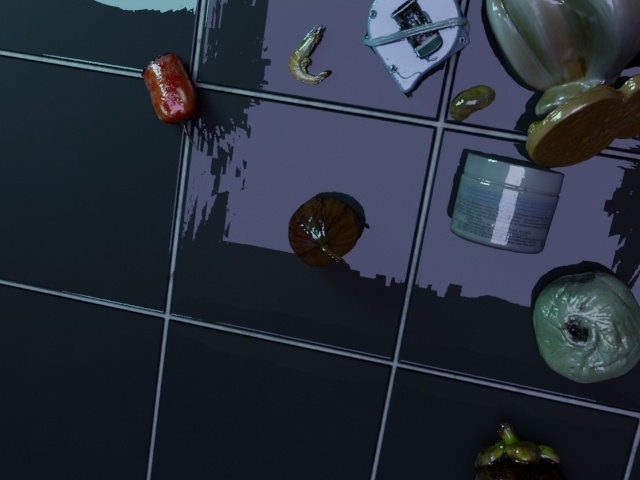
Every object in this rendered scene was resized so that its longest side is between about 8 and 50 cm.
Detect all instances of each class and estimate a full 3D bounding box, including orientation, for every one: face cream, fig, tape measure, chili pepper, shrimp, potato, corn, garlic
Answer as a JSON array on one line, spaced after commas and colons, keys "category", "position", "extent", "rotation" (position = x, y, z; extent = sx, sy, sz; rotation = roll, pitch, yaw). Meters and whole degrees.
[{"category": "face cream", "position": [0.335, -0.069, 1.291], "extent": [0.177, 0.177, 0.152], "rotation": [14, 103, 7]}, {"category": "fig", "position": [0.000, 0.000, 1.355], "extent": [0.134, 0.201, 0.146], "rotation": [37, 111, -8]}, {"category": "tape measure", "position": [0.171, -0.388, 1.296], "extent": [0.182, 0.107, 0.181], "rotation": [-40, 99, 17]}, {"category": "chili pepper", "position": [-0.283, -0.269, 1.408], "extent": [0.086, 0.084, 0.192], "rotation": [-22, 92, 30]}, {"category": "shrimp", "position": [-0.009, -0.356, 1.375], "extent": [0.083, 0.023, 0.114], "rotation": [33, 110, -1]}, {"category": "potato", "position": [0.282, -0.260, 1.332], "extent": [0.092, 0.045, 0.046], "rotation": [-29, 131, 16]}, {"category": "corn", "position": [0.434, -0.205, 1.321], "extent": [0.092, 0.037, 0.037], "rotation": [3, 101, 10]}, {"category": "garlic", "position": [0.411, -0.378, 1.196], "extent": [0.279, 0.132, 0.325], "rotation": [-8, 112, 43]}]

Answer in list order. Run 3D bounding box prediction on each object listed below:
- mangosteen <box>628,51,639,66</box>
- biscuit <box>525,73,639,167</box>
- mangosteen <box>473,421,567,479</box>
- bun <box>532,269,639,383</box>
[{"category": "mangosteen", "position": [0.566, -0.367, 1.233], "extent": [0.140, 0.140, 0.140], "rotation": [2, 101, 9]}, {"category": "biscuit", "position": [0.497, -0.215, 1.239], "extent": [0.289, 0.202, 0.044], "rotation": [-26, 62, 8]}, {"category": "mangosteen", "position": [0.389, 0.466, 1.391], "extent": [0.192, 0.192, 0.217], "rotation": [-5, 82, 11]}, {"category": "bun", "position": [0.511, 0.170, 1.343], "extent": [0.221, 0.108, 0.221], "rotation": [2, 101, 9]}]
